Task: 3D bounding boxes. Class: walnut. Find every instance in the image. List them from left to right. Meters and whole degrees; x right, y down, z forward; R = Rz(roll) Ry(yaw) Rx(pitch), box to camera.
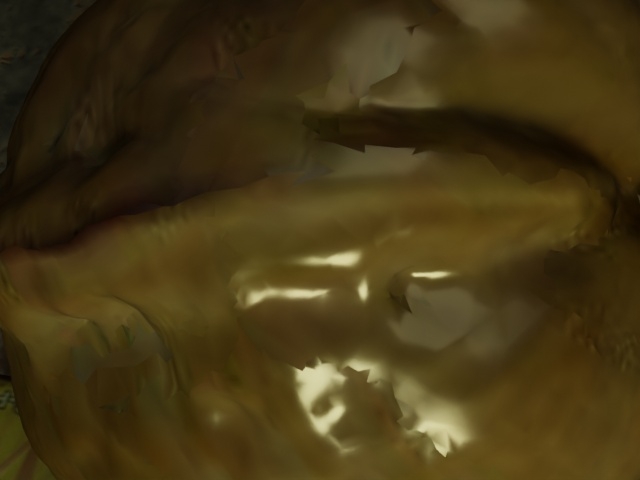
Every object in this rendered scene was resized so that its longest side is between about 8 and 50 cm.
[{"bbox_3d":[0.002,-0.001,0.480,0.343,0.306,0.306,-4,52,37],"label":"walnut"}]

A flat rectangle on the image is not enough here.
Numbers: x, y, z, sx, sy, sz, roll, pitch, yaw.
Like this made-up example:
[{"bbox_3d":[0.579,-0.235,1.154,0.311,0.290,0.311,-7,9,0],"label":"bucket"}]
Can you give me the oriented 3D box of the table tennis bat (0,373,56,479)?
[{"bbox_3d":[-0.167,0.244,0.477,0.268,0.051,0.415,-15,59,-11],"label":"table tennis bat"}]
